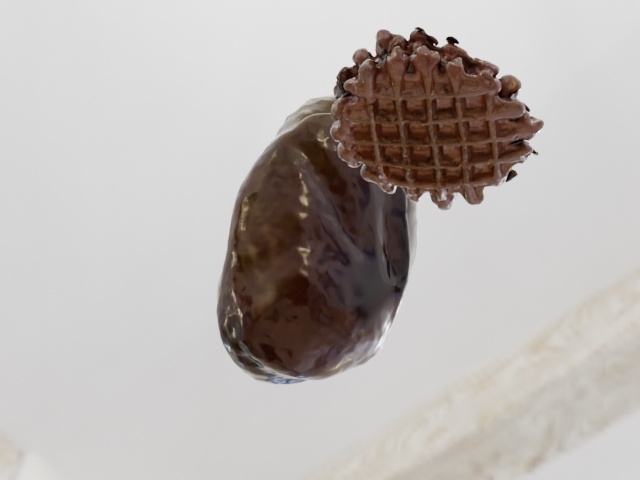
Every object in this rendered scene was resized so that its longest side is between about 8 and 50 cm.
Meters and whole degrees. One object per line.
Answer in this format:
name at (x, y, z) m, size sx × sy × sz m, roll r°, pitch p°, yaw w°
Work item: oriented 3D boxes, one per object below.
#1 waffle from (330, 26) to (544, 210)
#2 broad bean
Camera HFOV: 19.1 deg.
waffle at (0.044, -0.046, 0.745) m, size 0.083 × 0.029 × 0.075 m, roll 27°, pitch -44°, yaw -15°
broad bean at (-0.004, 0.000, 1.391) m, size 0.156 × 0.228 × 0.122 m, roll 30°, pitch -31°, yaw -32°
